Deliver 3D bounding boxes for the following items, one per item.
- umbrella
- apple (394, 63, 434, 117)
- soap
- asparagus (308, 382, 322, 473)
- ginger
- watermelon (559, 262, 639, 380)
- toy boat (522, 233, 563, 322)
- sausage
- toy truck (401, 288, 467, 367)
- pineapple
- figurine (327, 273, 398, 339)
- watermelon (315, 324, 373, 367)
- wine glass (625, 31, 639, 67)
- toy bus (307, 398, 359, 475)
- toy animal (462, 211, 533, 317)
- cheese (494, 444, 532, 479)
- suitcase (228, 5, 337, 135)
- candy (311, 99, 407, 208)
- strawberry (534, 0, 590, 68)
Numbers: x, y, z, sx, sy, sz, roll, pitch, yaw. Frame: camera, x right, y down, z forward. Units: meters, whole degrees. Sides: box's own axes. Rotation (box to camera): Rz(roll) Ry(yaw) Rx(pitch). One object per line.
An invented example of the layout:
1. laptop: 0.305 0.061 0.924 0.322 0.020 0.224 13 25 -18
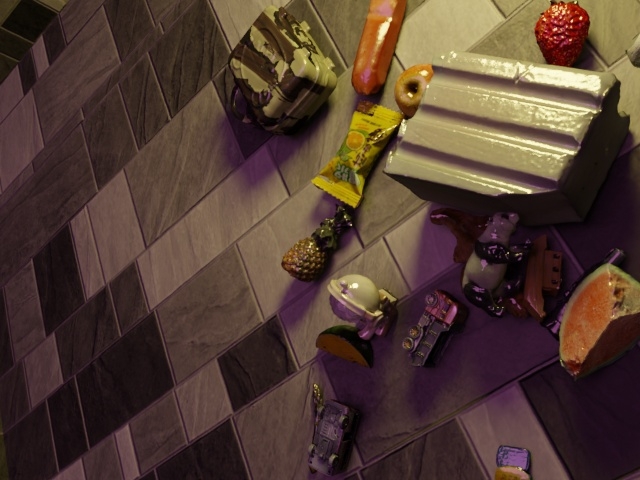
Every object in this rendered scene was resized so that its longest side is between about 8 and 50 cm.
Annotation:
1. umbrella: 0.571 0.114 1.405 0.066 0.059 0.236 41 102 12
2. apple: 0.269 -0.395 1.726 0.146 0.146 0.147 -10 72 34
3. soap: 0.416 -0.220 1.485 0.434 0.213 0.351 20 78 39
4. asparagus: -0.012 0.503 1.749 0.034 0.027 0.236 -2 77 25
5. ginger: 0.390 0.045 1.545 0.166 0.080 0.333 -26 61 16
6. watermelon: 0.593 0.175 1.340 0.128 0.146 0.231 -111 42 -60
7. toy boat: 0.492 0.084 1.442 0.077 0.057 0.201 9 63 13
8. sausage: 0.168 -0.574 1.864 0.097 0.094 0.349 14 84 25
9. toy truck: 0.277 0.219 1.577 0.092 0.083 0.192 32 98 38
10. pineapple: 0.000 0.000 1.832 0.251 0.125 0.125 -51 54 8
11. figurine: 0.096 0.162 1.636 0.162 0.236 0.141 40 95 34
12. watermelon: 0.057 0.270 1.730 0.181 0.075 0.092 18 92 37
13. wine glass: 0.748 -0.352 1.338 0.164 0.164 0.197 -31 66 26
14. toy bus: 0.037 0.500 1.673 0.086 0.098 0.179 14 89 39
15. toy animal: 0.384 0.045 1.424 0.121 0.093 0.225 25 117 27
16. cheese: 0.406 0.570 1.400 0.156 0.064 0.250 0 68 36
17. suitcase: -0.137 -0.496 2.009 0.339 0.193 0.352 -45 55 26
18. candy: 0.109 -0.247 1.831 0.187 0.081 0.297 29 85 38
19. strawberry: 0.559 -0.479 1.532 0.131 0.131 0.148 27 96 38
